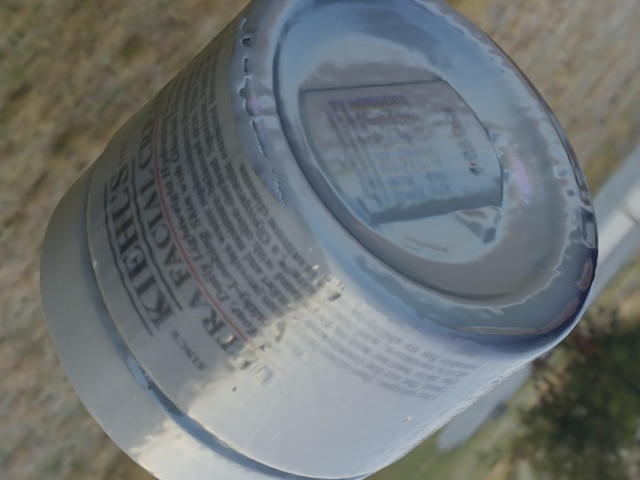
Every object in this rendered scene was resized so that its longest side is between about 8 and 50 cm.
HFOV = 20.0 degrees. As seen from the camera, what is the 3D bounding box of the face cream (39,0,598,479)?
[{"bbox_3d":[0.000,0.000,0.722,0.153,0.177,0.177,-42,175,40],"label":"face cream"}]
